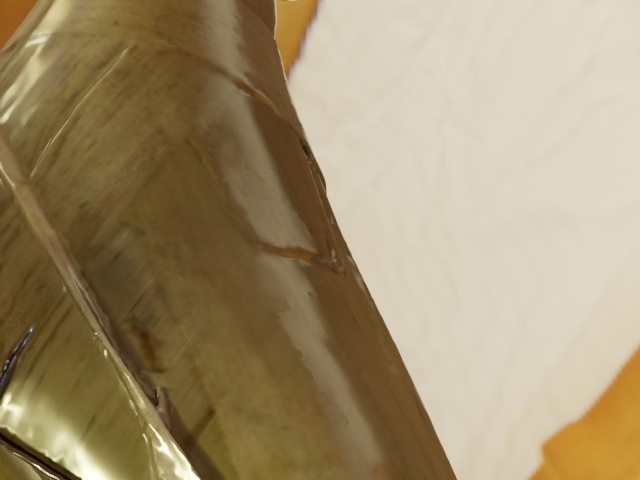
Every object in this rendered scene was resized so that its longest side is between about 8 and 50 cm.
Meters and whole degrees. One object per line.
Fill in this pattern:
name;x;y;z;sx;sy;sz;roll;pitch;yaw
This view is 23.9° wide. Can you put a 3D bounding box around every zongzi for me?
zongzi;-0.009;-0.008;0.799;0.500;0.218;0.467;29;86;32
